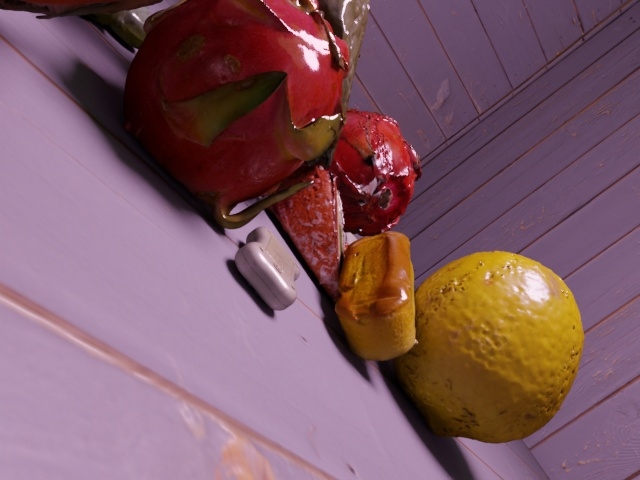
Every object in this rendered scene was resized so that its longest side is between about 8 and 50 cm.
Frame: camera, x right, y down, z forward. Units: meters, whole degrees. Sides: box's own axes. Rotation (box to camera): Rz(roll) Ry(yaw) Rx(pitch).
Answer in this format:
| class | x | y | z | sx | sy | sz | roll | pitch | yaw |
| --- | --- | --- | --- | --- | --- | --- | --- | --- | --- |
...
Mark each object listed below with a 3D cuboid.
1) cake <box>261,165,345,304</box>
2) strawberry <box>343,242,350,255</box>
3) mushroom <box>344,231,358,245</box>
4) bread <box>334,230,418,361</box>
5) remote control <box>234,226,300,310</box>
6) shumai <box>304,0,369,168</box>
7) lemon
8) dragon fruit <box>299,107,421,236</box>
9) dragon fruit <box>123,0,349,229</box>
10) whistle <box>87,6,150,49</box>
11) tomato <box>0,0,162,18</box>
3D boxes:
| class | x | y | z | sx | sy | sz | roll | pitch | yaw |
| --- | --- | --- | --- | --- | --- | --- | --- | --- | --- |
| cake | 0.015 | -0.013 | 0.835 | 0.220 | 0.117 | 0.086 | 54 | 1 | 20 |
| strawberry | 0.049 | 0.058 | 0.982 | 0.103 | 0.048 | 0.152 | 57 | 20 | -18 |
| mushroom | 0.089 | 0.042 | 1.221 | 0.209 | 0.071 | 0.084 | 39 | 47 | -47 |
| bread | 0.079 | 0.062 | 0.760 | 0.245 | 0.102 | 0.094 | -71 | 150 | -63 |
| remote control | -0.053 | 0.027 | 0.562 | 0.074 | 0.032 | 0.122 | 51 | 8 | -9 |
| shumai | -0.095 | -0.251 | 0.759 | 0.289 | 0.291 | 0.330 | 13 | -14 | 0 |
| lemon | 0.247 | 0.147 | 0.811 | 0.258 | 0.310 | 0.258 | 38 | -18 | 14 |
| dragon fruit | 0.081 | -0.156 | 1.283 | 0.295 | 0.295 | 0.302 | 45 | -2 | -43 |
| dragon fruit | -0.077 | -0.148 | 0.556 | 0.224 | 0.227 | 0.224 | 56 | 11 | -18 |
| whistle | -0.270 | -0.307 | 0.714 | 0.104 | 0.057 | 0.198 | 50 | 7 | -10 |
| tomato | -0.165 | -0.242 | 0.315 | 0.255 | 0.256 | 0.224 | -112 | -154 | -63 |
